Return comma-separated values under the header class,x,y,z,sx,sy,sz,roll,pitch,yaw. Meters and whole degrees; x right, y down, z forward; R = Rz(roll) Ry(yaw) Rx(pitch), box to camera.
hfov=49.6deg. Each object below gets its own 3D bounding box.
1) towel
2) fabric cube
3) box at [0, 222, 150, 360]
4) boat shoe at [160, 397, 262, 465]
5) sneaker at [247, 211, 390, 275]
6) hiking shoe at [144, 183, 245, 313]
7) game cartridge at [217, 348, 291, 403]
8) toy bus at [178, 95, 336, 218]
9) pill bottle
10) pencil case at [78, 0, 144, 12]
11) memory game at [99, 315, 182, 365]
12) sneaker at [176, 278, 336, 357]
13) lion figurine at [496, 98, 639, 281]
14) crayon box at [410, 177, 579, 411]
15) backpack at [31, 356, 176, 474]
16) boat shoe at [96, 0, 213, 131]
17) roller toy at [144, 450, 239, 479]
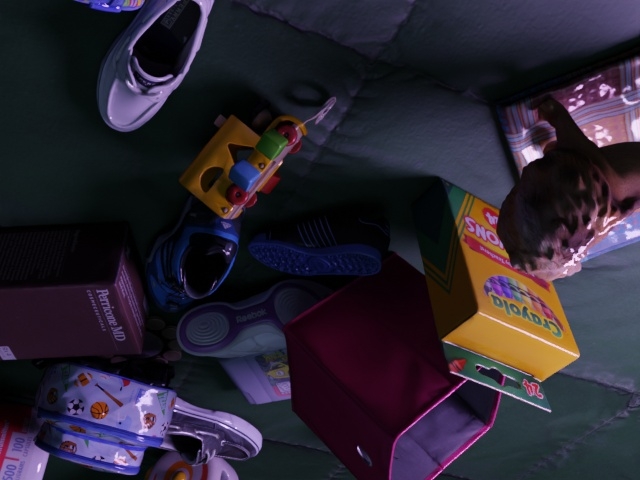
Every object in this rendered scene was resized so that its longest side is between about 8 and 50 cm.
class,x,y,z,sx,sy,sz,roll,pitch,yaw
towel,0.437,-0.112,1.031,0.272,0.040,0.370,-20,134,16
fabric cube,0.118,0.229,1.137,0.259,0.258,0.254,-32,142,-25
box,-0.487,0.090,1.120,0.382,0.143,0.191,-4,137,-1
boat shoe,-0.275,0.435,1.509,0.335,0.119,0.121,28,128,-29
sneaker,0.000,0.000,1.103,0.232,0.090,0.081,4,142,23
hiking shoe,-0.212,0.044,1.084,0.113,0.132,0.304,16,138,-19
game cartridge,-0.042,0.235,1.363,0.294,0.060,0.196,-13,132,10
toy bus,-0.100,-0.124,0.933,0.104,0.202,0.191,40,136,1
pill bottle,-0.765,0.412,1.376,0.408,0.229,0.229,19,133,-22
pencil case,-0.188,-0.364,0.660,0.119,0.133,0.306,-4,144,-37
memory game,-0.350,0.195,1.329,0.186,0.012,0.186,-2,137,-2
sneaker,-0.099,0.143,1.244,0.305,0.114,0.152,-7,166,-5
lion figurine,0.410,-0.078,0.871,0.392,0.240,0.142,-11,134,8
crayon box,0.253,0.072,1.011,0.202,0.318,0.081,24,129,-26
backpack,-0.387,0.300,1.237,0.277,0.213,0.263,15,157,-19
boat shoe,-0.211,-0.218,0.845,0.095,0.084,0.258,19,132,-23
roller toy,-0.299,0.574,1.607,0.191,0.209,0.146,-36,134,-6
